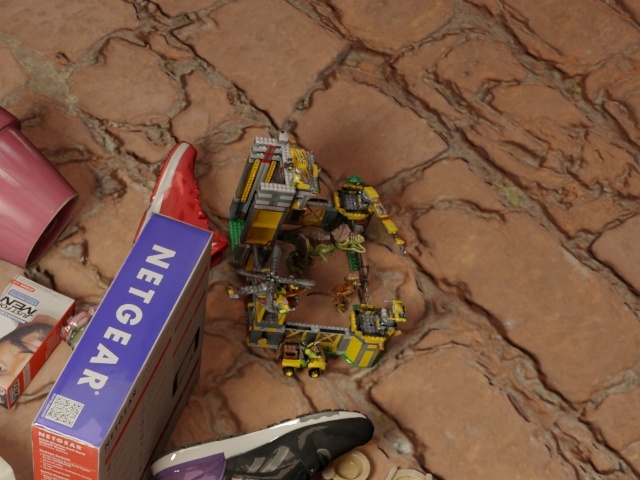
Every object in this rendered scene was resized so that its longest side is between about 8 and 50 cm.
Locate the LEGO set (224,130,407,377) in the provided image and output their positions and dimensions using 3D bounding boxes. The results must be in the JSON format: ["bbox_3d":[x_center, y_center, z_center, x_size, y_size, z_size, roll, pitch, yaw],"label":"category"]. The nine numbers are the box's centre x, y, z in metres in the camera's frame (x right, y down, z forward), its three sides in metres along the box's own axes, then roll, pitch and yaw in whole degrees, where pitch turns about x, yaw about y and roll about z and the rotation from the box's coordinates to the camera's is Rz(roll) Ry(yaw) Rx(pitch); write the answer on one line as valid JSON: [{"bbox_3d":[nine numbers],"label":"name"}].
[{"bbox_3d":[0.000,0.000,2.114,0.255,0.192,0.331,12,48,-11],"label":"LEGO set"}]

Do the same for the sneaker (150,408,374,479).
[{"bbox_3d":[-0.060,0.299,1.951,0.283,0.107,0.124,-14,70,-11],"label":"sneaker"}]

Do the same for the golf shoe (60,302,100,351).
[{"bbox_3d":[-0.252,0.103,2.102,0.186,0.067,0.086,-37,68,-20],"label":"golf shoe"}]

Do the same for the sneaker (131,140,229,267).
[{"bbox_3d":[-0.182,-0.032,2.225,0.128,0.087,0.221,20,61,-3],"label":"sneaker"}]

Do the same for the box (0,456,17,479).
[{"bbox_3d":[-0.503,0.349,1.800,0.311,0.121,0.148,-31,40,-29],"label":"box"}]

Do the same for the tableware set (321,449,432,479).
[{"bbox_3d":[0.059,0.329,1.979,0.168,0.020,0.141,18,50,7],"label":"tableware set"}]

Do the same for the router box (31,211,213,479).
[{"bbox_3d":[-0.232,0.186,1.878,0.082,0.301,0.335,19,50,7],"label":"router box"}]

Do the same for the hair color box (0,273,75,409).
[{"bbox_3d":[-0.404,0.131,2.063,0.093,0.053,0.167,23,52,11],"label":"hair color box"}]

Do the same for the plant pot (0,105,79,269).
[{"bbox_3d":[-0.439,-0.063,2.144,0.180,0.201,0.201,35,53,2],"label":"plant pot"}]
